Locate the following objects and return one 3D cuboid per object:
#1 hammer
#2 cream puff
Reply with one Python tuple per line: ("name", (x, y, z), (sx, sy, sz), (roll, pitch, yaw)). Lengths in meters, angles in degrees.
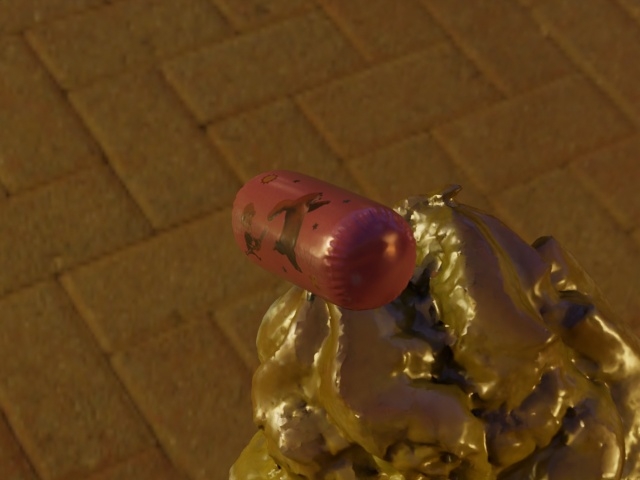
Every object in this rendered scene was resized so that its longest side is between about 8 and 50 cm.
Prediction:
("hammer", (0.000, 0.000, 0.549), (0.043, 0.043, 0.083), (-24, 24, -26))
("cream puff", (0.069, 0.123, 1.080), (0.324, 0.257, 0.291), (-27, 32, 1))
